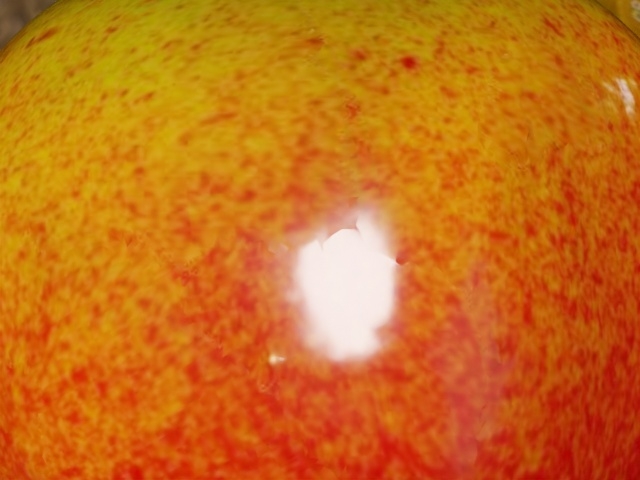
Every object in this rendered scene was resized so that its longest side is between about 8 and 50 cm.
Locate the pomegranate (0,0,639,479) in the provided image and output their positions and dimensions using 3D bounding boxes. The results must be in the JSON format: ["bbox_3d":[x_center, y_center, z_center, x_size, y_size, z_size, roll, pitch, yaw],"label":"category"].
[{"bbox_3d":[0.000,0.000,0.459,0.221,0.221,0.256,-2,93,-54],"label":"pomegranate"}]

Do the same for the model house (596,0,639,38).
[{"bbox_3d":[0.191,-0.172,0.718,0.358,0.242,0.313,-17,129,-53],"label":"model house"}]
